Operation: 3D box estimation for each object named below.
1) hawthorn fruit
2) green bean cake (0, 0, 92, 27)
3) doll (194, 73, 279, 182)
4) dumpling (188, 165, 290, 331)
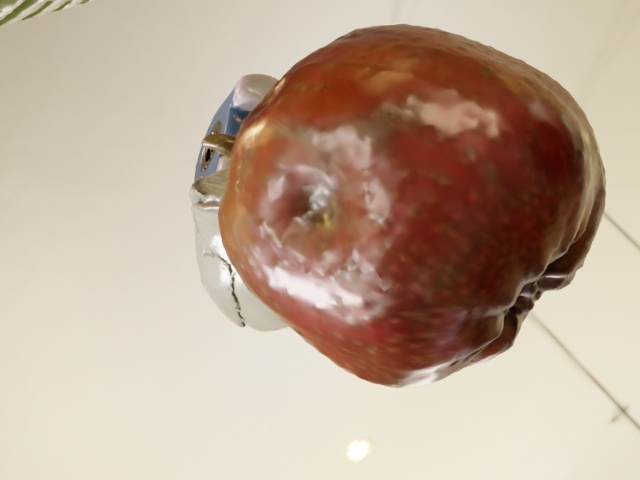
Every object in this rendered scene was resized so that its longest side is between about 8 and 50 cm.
[{"bbox_3d":[0.054,-0.032,1.163,0.275,0.300,0.275,19,-90,-83],"label":"hawthorn fruit"},{"bbox_3d":[-0.282,-0.312,1.427,0.125,0.222,0.248,-30,-2,35],"label":"green bean cake"},{"bbox_3d":[-0.021,-0.085,2.309,0.310,0.240,0.284,19,-103,-19],"label":"doll"},{"bbox_3d":[0.000,0.002,1.635,0.260,0.181,0.341,-6,-42,4],"label":"dumpling"}]
